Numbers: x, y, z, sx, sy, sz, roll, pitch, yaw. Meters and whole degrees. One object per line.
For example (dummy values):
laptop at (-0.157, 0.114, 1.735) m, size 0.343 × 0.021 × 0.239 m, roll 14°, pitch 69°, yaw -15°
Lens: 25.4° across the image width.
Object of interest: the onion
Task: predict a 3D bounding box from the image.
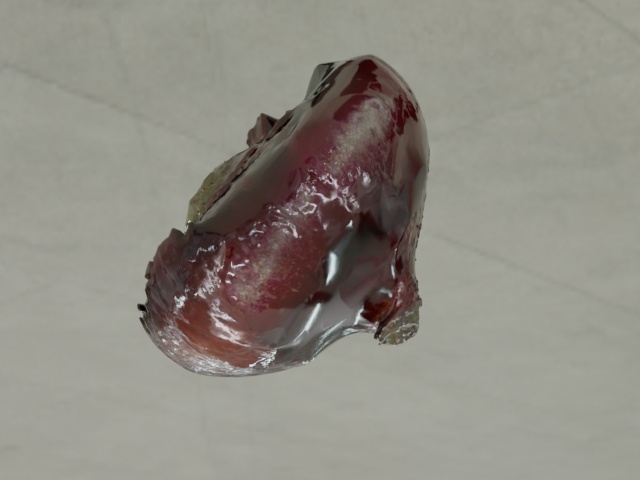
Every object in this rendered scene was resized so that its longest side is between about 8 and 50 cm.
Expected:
onion at (0.000, 0.000, 1.062) m, size 0.195 × 0.272 × 0.272 m, roll 39°, pitch 152°, yaw -2°
